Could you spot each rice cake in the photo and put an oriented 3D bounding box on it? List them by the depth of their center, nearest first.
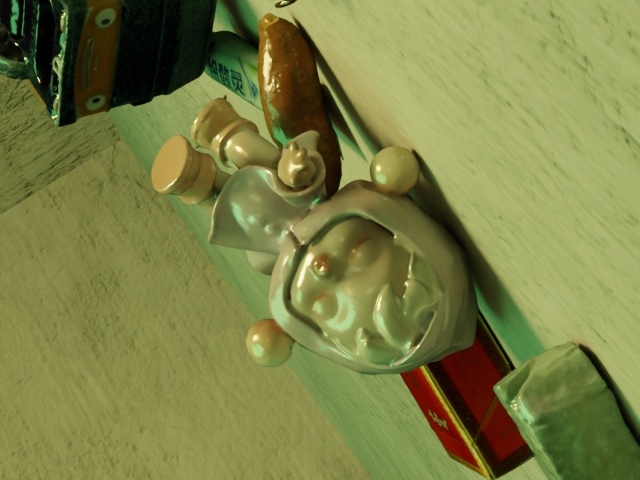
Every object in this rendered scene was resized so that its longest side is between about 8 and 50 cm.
[{"bbox_3d":[0.193,0.162,1.267,0.206,0.069,0.063,57,171,-15],"label":"rice cake"}]

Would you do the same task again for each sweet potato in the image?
[{"bbox_3d":[-0.014,-0.089,1.499,0.056,0.056,0.195,151,101,-83],"label":"sweet potato"}]

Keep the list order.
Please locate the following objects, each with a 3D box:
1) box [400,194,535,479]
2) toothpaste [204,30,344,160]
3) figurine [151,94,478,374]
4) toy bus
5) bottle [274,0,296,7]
[{"bbox_3d":[0.093,0.078,1.570,0.240,0.074,0.153,59,169,-6],"label":"box"},{"bbox_3d":[-0.049,-0.143,1.680,0.297,0.048,0.075,38,153,60],"label":"toothpaste"},{"bbox_3d":[0.001,0.000,1.420,0.276,0.200,0.133,38,-168,7],"label":"figurine"},{"bbox_3d":[-0.242,-0.273,1.743,0.323,0.194,0.162,52,146,32],"label":"toy bus"},{"bbox_3d":[-0.029,-0.197,1.289,0.063,0.047,0.101,49,172,-6],"label":"bottle"}]
